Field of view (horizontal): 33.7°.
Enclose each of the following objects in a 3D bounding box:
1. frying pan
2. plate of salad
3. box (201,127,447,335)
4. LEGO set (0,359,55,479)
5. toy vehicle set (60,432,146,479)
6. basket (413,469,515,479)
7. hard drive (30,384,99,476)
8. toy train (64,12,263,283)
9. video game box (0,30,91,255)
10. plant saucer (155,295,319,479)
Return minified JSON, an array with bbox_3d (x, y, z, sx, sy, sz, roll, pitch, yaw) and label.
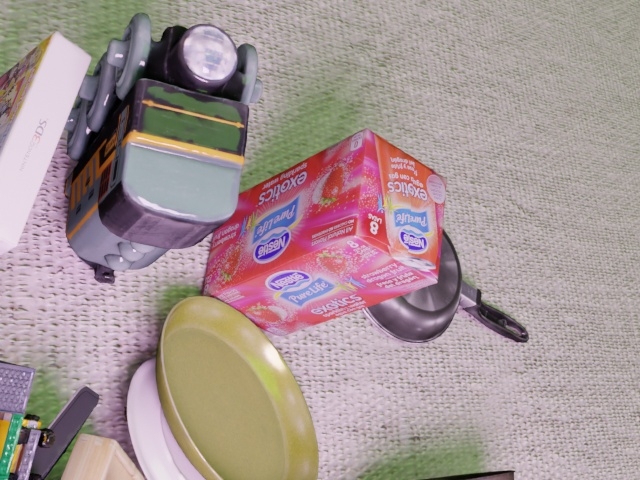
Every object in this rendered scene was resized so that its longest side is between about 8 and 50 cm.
[{"bbox_3d":[0.158,0.080,1.384,0.326,0.053,0.197,46,50,-15],"label":"frying pan"},{"bbox_3d":[-0.128,0.209,1.057,0.200,0.048,0.200,44,27,-29],"label":"plate of salad"},{"bbox_3d":[0.000,0.000,1.124,0.123,0.257,0.128,27,57,-33],"label":"box"},{"bbox_3d":[-0.367,0.142,0.728,0.331,0.192,0.255,12,87,-62],"label":"LEGO set"},{"bbox_3d":[-0.209,0.319,0.895,0.166,0.035,0.267,77,24,-54],"label":"toy vehicle set"},{"bbox_3d":[0.148,0.382,1.183,0.204,0.154,0.227,6,73,-46],"label":"basket"},{"bbox_3d":[-0.241,0.190,0.920,0.022,0.135,0.094,36,50,-3],"label":"hard drive"},{"bbox_3d":[-0.161,-0.073,0.970,0.142,0.334,0.190,14,71,-23],"label":"toy train"},{"bbox_3d":[-0.295,-0.064,0.937,0.048,0.187,0.205,31,55,-29],"label":"video game box"},{"bbox_3d":[-0.089,0.170,1.076,0.241,0.037,0.241,44,26,-28],"label":"plant saucer"}]
